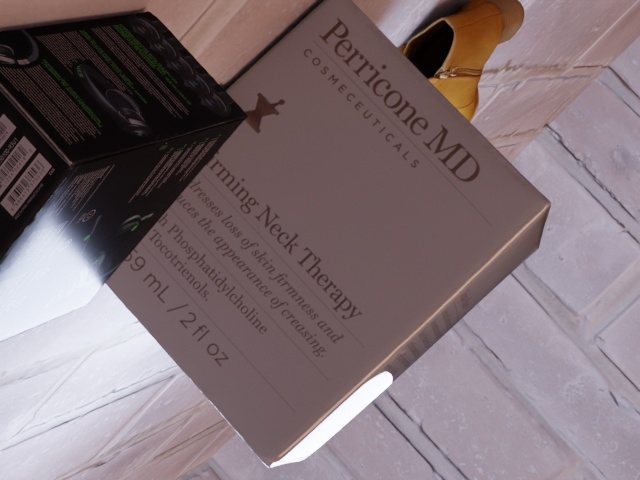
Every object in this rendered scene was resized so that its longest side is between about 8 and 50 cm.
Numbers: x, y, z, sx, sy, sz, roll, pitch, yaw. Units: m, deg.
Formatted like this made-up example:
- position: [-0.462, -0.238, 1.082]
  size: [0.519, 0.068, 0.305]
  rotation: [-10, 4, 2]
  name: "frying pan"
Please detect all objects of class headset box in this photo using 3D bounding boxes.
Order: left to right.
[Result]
- position: [-0.221, -0.044, 1.241]
  size: [0.246, 0.131, 0.283]
  rotation: [-47, 170, 27]
  name: "headset box"

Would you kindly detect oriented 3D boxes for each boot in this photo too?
- position: [0.147, -0.215, 2.175]
  size: [0.211, 0.104, 0.295]
  rotation: [-24, 156, -48]
  name: "boot"

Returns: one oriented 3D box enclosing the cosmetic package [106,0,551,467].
- position: [0.000, 0.000, 1.764]
  size: [0.394, 0.329, 0.327]
  rotation: [-43, 171, 0]
  name: "cosmetic package"
